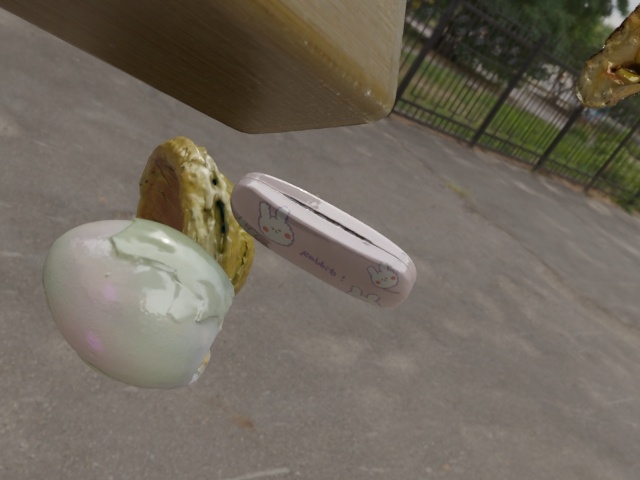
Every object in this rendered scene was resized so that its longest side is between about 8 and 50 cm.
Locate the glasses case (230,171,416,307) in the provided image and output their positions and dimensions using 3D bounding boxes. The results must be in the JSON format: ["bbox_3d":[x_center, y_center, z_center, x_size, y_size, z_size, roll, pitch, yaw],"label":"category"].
[{"bbox_3d":[0.000,0.000,0.929,0.297,0.113,0.075,29,56,9],"label":"glasses case"}]

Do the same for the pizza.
[{"bbox_3d":[0.573,-0.372,0.886,0.440,0.406,0.130,-37,74,-21],"label":"pizza"}]

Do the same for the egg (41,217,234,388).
[{"bbox_3d":[-0.214,0.066,0.735,0.217,0.183,0.183,25,24,-5],"label":"egg"}]

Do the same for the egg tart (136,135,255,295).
[{"bbox_3d":[-0.241,0.003,1.198,0.169,0.387,0.387,1,37,-35],"label":"egg tart"}]

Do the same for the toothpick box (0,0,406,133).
[{"bbox_3d":[-0.082,-0.184,0.381,0.188,0.190,0.308,-1,-12,33],"label":"toothpick box"}]
